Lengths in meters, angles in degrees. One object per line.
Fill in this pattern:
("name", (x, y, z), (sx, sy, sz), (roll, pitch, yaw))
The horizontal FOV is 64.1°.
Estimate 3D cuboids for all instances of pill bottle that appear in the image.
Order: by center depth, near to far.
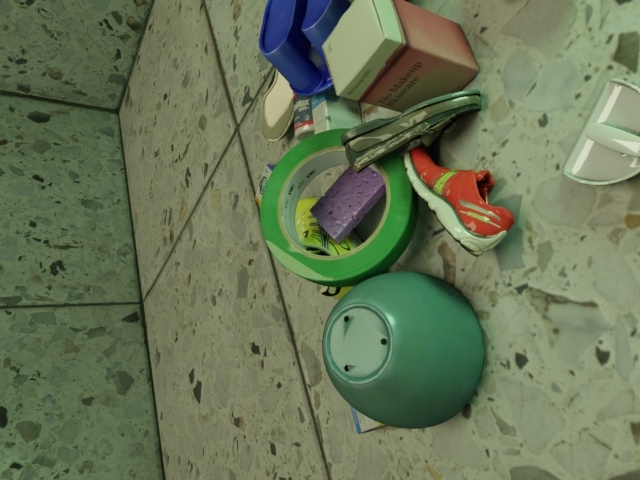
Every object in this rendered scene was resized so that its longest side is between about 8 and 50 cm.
("pill bottle", (-0.016, -0.346, 1.285), (0.108, 0.107, 0.180), (-16, 75, 54))

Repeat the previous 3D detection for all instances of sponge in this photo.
("sponge", (0.076, -0.106, 1.125), (0.210, 0.031, 0.117), (-47, 47, 7))

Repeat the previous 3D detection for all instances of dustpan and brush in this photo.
("dustpan and brush", (0.420, -0.122, 0.673), (0.211, 0.060, 0.147), (45, 124, 48))

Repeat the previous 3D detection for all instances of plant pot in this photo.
("plant pot", (0.115, 0.186, 0.900), (0.290, 0.195, 0.291), (-10, 73, 34))

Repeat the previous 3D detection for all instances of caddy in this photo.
("caddy", (0.002, -0.491, 1.178), (0.241, 0.179, 0.342), (-18, 53, 35))

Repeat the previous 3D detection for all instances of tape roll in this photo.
("tape roll", (0.035, -0.068, 1.047), (0.321, 0.077, 0.322), (-6, 73, 20))

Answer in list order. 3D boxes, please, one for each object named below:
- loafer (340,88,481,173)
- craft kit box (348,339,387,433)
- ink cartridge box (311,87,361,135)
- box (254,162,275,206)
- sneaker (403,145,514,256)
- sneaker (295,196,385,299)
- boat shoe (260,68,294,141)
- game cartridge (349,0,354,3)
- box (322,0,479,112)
("loafer", (0.172, -0.199, 0.955), (0.267, 0.096, 0.084), (-15, 86, 20))
("craft kit box", (0.132, 0.252, 1.078), (0.246, 0.060, 0.250), (-44, 53, 48))
("ink cartridge box", (0.041, -0.257, 1.197), (0.060, 0.104, 0.180), (-21, 71, 53))
("box", (-0.155, -0.165, 1.548), (0.081, 0.028, 0.136), (51, 126, 44))
("sneaker", (0.247, -0.090, 0.914), (0.118, 0.107, 0.279), (-41, 46, 14))
("sneaker", (0.000, 0.000, 1.205), (0.385, 0.147, 0.145), (46, 126, 48))
("boat shoe", (-0.086, -0.441, 1.427), (0.112, 0.095, 0.335), (21, 113, 17))
("game cartridge", (0.043, -0.563, 1.000), (0.068, 0.355, 0.230), (-36, 59, 30))
("box", (0.145, -0.333, 0.936), (0.148, 0.232, 0.127), (-42, 54, 47))
